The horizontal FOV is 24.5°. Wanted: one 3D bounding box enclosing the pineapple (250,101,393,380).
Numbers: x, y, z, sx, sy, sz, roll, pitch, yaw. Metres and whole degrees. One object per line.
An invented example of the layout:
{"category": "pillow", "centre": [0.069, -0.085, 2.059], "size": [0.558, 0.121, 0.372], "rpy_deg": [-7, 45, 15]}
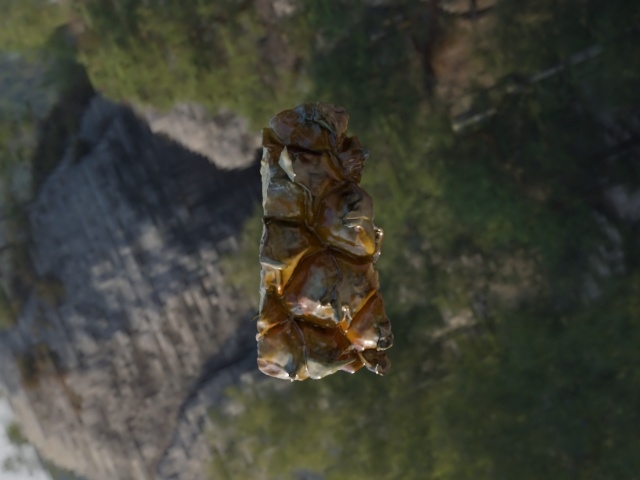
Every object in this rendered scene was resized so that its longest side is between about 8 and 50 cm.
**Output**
{"category": "pineapple", "centre": [0.000, 0.000, 0.747], "size": [0.116, 0.069, 0.137], "rpy_deg": [-173, 83, -85]}
